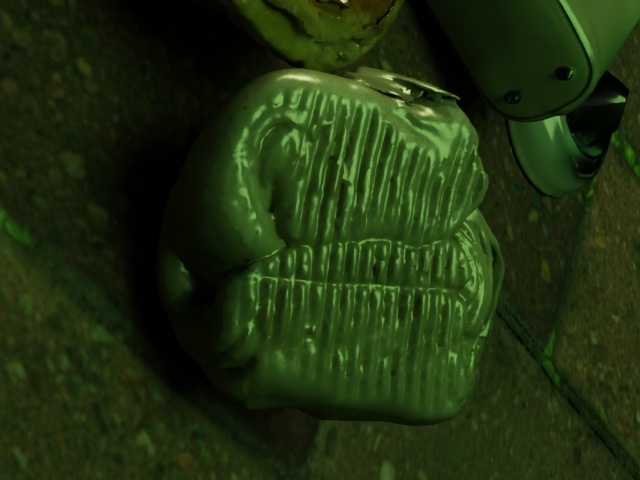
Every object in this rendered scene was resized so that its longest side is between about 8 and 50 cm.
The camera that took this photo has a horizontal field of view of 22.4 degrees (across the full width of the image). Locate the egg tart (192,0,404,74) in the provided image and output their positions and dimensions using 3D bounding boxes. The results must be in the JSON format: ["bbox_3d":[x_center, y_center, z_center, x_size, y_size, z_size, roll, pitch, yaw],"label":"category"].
[{"bbox_3d":[-0.041,-0.239,0.983,0.290,0.115,0.290,13,74,-54],"label":"egg tart"}]

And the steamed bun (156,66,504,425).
[{"bbox_3d":[0.000,-0.002,0.982,0.218,0.144,0.211,3,98,-27],"label":"steamed bun"}]

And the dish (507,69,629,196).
[{"bbox_3d":[0.222,-0.110,1.343,0.141,0.078,0.141,10,77,-53],"label":"dish"}]

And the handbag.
[{"bbox_3d":[0.187,-0.249,1.288,0.241,0.109,0.315,58,41,-18],"label":"handbag"}]
